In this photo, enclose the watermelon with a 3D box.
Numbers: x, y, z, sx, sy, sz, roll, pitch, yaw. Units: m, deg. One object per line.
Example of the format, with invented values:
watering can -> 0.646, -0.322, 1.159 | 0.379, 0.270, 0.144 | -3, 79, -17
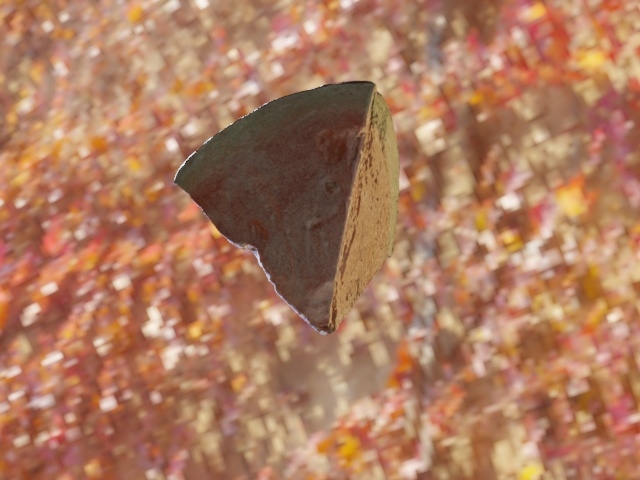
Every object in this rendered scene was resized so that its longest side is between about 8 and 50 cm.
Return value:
watermelon -> -0.012, -0.012, 1.626 | 0.207, 0.136, 0.202 | 53, -129, -46
